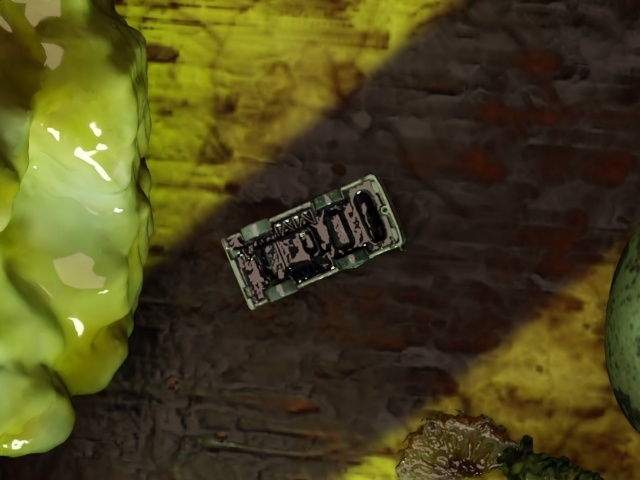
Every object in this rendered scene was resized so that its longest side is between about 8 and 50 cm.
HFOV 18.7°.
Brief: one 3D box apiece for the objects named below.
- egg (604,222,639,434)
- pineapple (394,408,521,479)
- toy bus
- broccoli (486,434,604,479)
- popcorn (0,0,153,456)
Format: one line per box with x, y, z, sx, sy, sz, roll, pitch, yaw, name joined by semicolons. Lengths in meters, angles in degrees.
0.227;0.041;1.093;0.132;0.132;0.172;27;105;6;egg
0.081;0.124;1.169;0.083;0.019;0.045;-11;92;10;pineapple
0.000;0.000;1.158;0.102;0.058;0.052;-23;88;12;toy bus
0.062;0.299;1.043;0.361;0.221;0.252;-35;99;-7;broccoli
-0.252;-0.031;1.114;0.292;0.294;0.334;25;64;41;popcorn
